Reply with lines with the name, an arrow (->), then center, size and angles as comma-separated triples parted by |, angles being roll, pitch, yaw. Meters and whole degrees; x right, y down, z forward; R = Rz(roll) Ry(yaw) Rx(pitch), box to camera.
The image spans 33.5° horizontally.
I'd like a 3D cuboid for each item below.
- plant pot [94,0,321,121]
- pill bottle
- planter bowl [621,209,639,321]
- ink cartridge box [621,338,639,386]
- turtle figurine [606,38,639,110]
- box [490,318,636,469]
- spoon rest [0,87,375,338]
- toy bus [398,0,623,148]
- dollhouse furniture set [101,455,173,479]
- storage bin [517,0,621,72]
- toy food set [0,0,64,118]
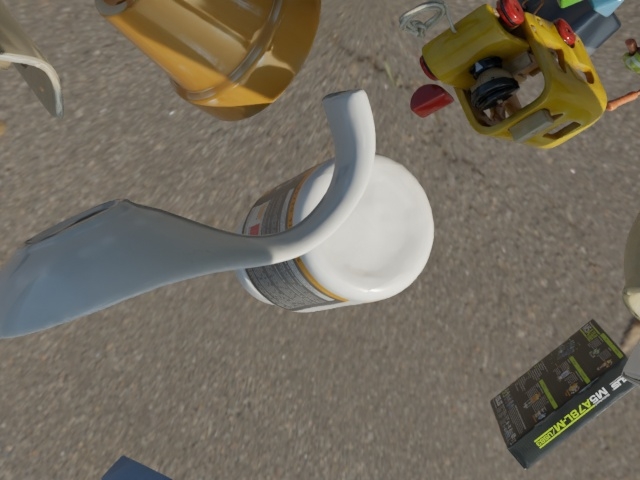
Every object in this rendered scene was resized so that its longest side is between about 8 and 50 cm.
plant pot -> -0.135, -0.261, 1.168 | 0.188, 0.205, 0.205 | 25, 107, -42
pill bottle -> 0.000, 0.000, 1.222 | 0.162, 0.278, 0.162 | 3, 82, -23
planter bowl -> 0.372, 0.037, 1.073 | 0.162, 0.162, 0.109 | 41, 75, -7
ink cartridge box -> 0.358, 0.079, 0.731 | 0.237, 0.100, 0.172 | 29, 88, -2
turtle figurine -> 0.414, -0.265, 1.174 | 0.269, 0.087, 0.217 | -24, 105, -11
box -> 0.308, 0.191, 1.356 | 0.184, 0.191, 0.045 | -38, 96, 7
spoon rest -> -0.080, -0.004, 0.666 | 0.276, 0.137, 0.084 | -29, 103, -18
toy bus -> 0.171, -0.139, 0.940 | 0.202, 0.191, 0.104 | -18, 72, -9
dollhouse furniture set -> -0.181, 0.465, 1.357 | 0.198, 0.303, 0.286 | -47, 121, -24
storage bin -> 0.311, -0.291, 1.356 | 0.091, 0.135, 0.098 | -40, 136, 15
toy food set -> -0.401, -0.184, 0.927 | 0.306, 0.220, 0.092 | 0, 126, -40
